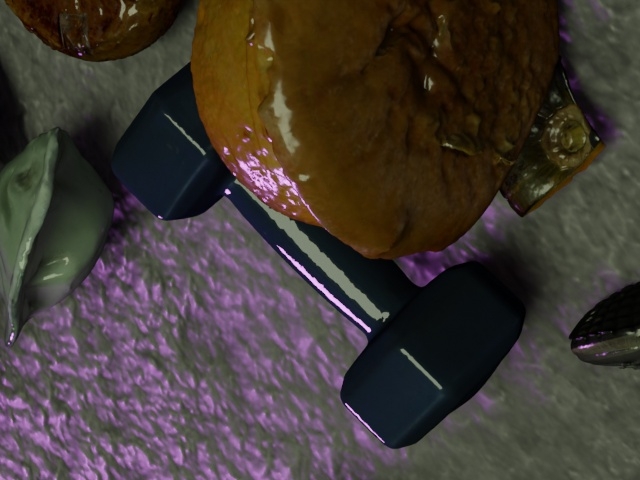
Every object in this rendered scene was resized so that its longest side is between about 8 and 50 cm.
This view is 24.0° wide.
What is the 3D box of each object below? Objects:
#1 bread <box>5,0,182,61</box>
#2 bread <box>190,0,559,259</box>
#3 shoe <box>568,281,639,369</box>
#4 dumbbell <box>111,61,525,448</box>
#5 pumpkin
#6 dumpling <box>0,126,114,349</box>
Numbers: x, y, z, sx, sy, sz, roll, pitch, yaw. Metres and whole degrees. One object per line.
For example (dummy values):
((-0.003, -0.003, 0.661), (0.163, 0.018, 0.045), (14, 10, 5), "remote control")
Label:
((-0.180, -0.229, 1.183), (0.193, 0.064, 0.193), (13, 114, 30), "bread")
((0.033, -0.122, 0.979), (0.145, 0.268, 0.268), (2, 116, 50), "bread")
((0.264, 0.066, 1.038), (0.194, 0.074, 0.077), (-20, 107, 36), "shoe")
((0.000, 0.000, 1.128), (0.325, 0.144, 0.160), (44, 131, 5), "dumbbell")
((0.159, -0.073, 1.058), (0.101, 0.035, 0.073), (-44, 71, 40), "pumpkin")
((-0.227, 0.001, 1.288), (0.219, 0.108, 0.153), (106, 149, -51), "dumpling")
